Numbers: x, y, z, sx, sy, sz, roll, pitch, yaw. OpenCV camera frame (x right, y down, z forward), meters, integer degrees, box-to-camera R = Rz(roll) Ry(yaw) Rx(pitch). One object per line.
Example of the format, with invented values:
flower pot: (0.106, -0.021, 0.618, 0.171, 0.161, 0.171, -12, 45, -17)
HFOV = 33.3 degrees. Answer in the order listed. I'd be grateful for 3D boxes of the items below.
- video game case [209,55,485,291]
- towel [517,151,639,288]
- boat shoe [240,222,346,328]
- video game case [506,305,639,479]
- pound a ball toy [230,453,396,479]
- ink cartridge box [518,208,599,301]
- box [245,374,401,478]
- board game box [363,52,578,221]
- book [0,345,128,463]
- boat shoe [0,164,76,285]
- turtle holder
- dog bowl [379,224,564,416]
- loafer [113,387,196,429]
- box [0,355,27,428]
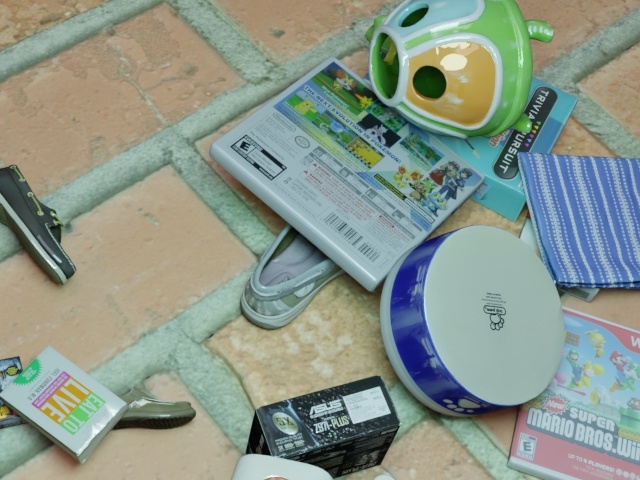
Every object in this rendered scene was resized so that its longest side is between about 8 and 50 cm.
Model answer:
video game case: (0.046, -0.114, 1.653, 0.329, 0.036, 0.300, 40, 55, 12)
towel: (0.492, -0.035, 1.735, 0.336, 0.040, 0.243, 1, 63, -22)
boat shoe: (-0.003, -0.001, 1.635, 0.118, 0.103, 0.320, 37, 58, 14)
video game case: (0.402, 0.239, 1.595, 0.204, 0.025, 0.285, 18, 55, 2)
pound a ball toy: (-0.028, 0.376, 1.244, 0.208, 0.136, 0.319, 10, 42, 8)
ink cartridge box: (0.399, -0.002, 1.744, 0.145, 0.045, 0.179, 22, 58, 5)
box: (0.001, 0.264, 1.434, 0.180, 0.147, 0.077, -13, 60, -17)
board game box: (0.238, -0.215, 1.834, 0.336, 0.079, 0.254, 27, 57, 9)
book: (-0.343, 0.217, 1.434, 0.144, 0.035, 0.096, 31, 61, 18)
boat shoe: (-0.425, -0.029, 1.592, 0.068, 0.081, 0.228, -34, 66, -23)
turtle holder: (0.193, -0.302, 1.682, 0.227, 0.243, 0.320, -6, 55, -18)
dog bowl: (0.220, 0.114, 1.532, 0.265, 0.104, 0.265, 10, 70, -30)
loafer: (-0.245, 0.229, 1.469, 0.148, 0.056, 0.050, 1, 63, -10)
box: (-0.470, 0.216, 1.455, 0.137, 0.027, 0.094, -11, 60, -17)
